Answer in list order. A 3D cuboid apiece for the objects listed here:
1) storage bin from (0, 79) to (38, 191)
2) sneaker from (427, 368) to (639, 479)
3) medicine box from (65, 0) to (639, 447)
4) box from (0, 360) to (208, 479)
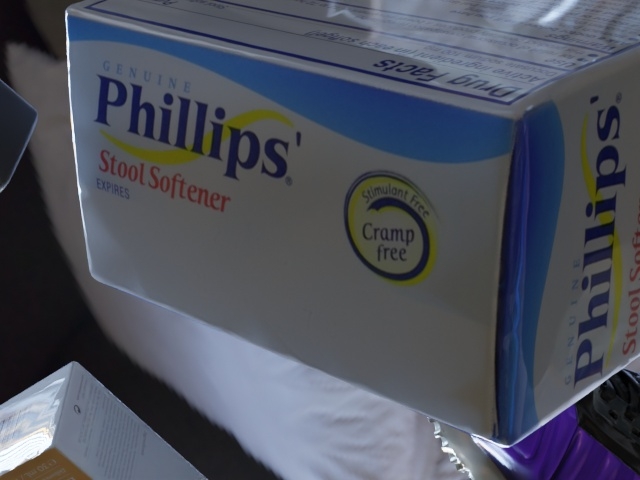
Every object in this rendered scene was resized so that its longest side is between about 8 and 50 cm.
[{"bbox_3d":[-0.205,-0.051,0.672,0.091,0.098,0.135,38,134,-25],"label":"storage bin"},{"bbox_3d":[0.151,0.102,0.812,0.102,0.146,0.293,-95,-19,-59],"label":"sneaker"},{"bbox_3d":[0.069,-0.056,0.690,0.263,0.289,0.149,18,121,39],"label":"medicine box"},{"bbox_3d":[-0.179,0.197,1.030,0.170,0.130,0.091,47,-156,-27],"label":"box"}]
